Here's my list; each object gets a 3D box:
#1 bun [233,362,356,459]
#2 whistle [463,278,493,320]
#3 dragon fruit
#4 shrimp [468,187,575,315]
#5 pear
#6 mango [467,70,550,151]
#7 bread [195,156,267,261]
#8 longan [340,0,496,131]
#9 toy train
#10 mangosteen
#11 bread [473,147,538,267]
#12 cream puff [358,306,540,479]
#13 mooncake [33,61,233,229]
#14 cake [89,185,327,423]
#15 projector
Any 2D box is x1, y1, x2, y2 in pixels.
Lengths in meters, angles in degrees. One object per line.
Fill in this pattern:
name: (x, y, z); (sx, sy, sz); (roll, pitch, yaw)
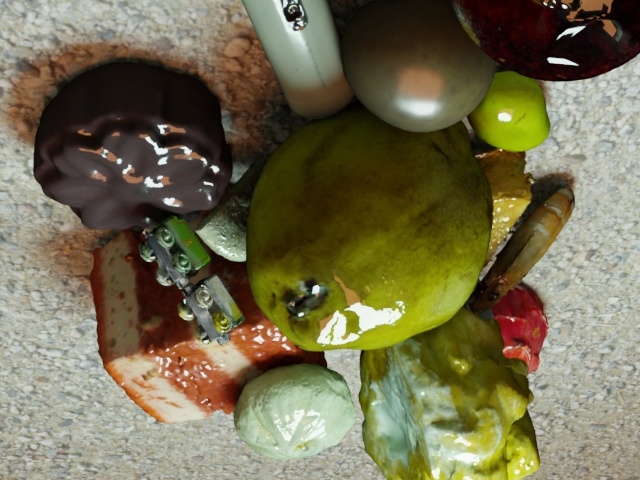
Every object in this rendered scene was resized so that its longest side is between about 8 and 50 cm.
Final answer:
bun: (-0.043, 0.281, 1.863); (0.195, 0.118, 0.195); (-7, 149, -4)
whistle: (0.162, 0.089, 2.039); (0.168, 0.188, 0.405); (-24, 142, 19)
dragon fruit: (0.321, 0.170, 2.245); (0.261, 0.163, 0.189); (-4, 117, -8)
shrimp: (0.335, 0.024, 1.980); (0.287, 0.063, 0.152); (-48, 171, -16)
pear: (0.066, -0.022, 1.705); (0.413, 0.352, 0.352); (-42, 159, -31)
mango: (0.281, -0.187, 1.768); (0.117, 0.089, 0.163); (-17, 145, 10)
bread: (-0.102, -0.032, 1.783); (0.036, 0.193, 0.112); (-15, 116, 42)
longan: (0.132, -0.240, 1.558); (0.220, 0.196, 0.196); (-22, 157, -39)
toy train: (-0.184, 0.058, 1.702); (0.060, 0.202, 0.081); (-30, -175, 37)
mangosteen: (0.299, -0.334, 1.416); (0.311, 0.311, 0.311); (-6, 145, -5)
bread: (0.241, -0.054, 1.896); (0.139, 0.143, 0.229); (4, 141, -20)
cream puff: (0.224, 0.258, 1.879); (0.275, 0.378, 0.378); (-11, 146, -18)
mooncake: (-0.269, -0.118, 1.693); (0.283, 0.141, 0.283); (-4, 144, -3)
cake: (-0.189, 0.119, 1.925); (0.319, 0.269, 0.270); (-21, 144, 13)
projector: (-0.041, -0.298, 1.522); (0.108, 0.108, 0.337); (-15, 145, 8)
